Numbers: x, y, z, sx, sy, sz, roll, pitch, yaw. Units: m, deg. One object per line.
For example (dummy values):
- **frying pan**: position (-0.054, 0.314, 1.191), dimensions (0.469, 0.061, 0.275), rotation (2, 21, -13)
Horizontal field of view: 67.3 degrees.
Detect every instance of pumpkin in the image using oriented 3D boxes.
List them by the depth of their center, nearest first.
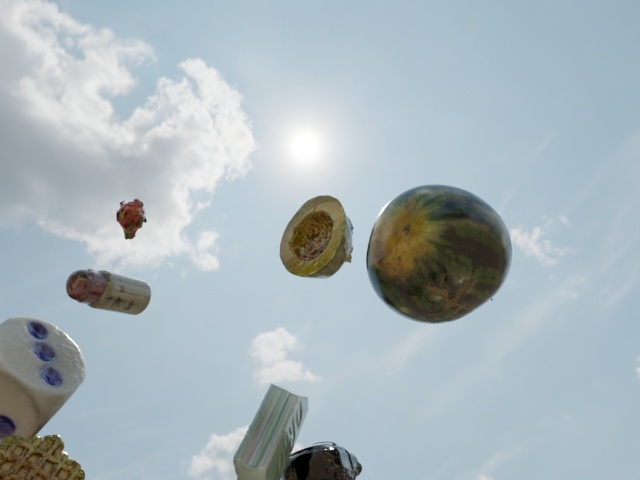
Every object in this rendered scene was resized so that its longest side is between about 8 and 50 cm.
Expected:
- **pumpkin**: position (0.007, 0.006, 1.203), dimensions (0.217, 0.217, 0.110), rotation (-37, -50, 21)

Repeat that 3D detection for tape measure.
- **tape measure**: position (-0.008, 0.681, 1.406), dimensions (0.223, 0.135, 0.202), rotation (-22, -35, 12)

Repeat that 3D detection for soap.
- **soap**: position (-0.122, 0.516, 1.284), dimensions (0.095, 0.289, 0.172), rotation (11, -53, 16)

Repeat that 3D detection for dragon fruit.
- **dragon fruit**: position (-0.544, -0.060, 1.386), dimensions (0.081, 0.086, 0.116), rotation (8, -66, -8)

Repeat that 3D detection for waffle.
- **waffle**: position (-0.607, 0.508, 0.976), dimensions (0.245, 0.254, 0.052), rotation (4, -51, -52)

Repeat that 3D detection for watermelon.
- **watermelon**: position (0.215, 0.025, 0.908), dimensions (0.269, 0.268, 0.268), rotation (-4, -50, -5)

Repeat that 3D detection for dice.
- **dice**: position (-0.787, 0.365, 1.226), dimensions (0.243, 0.259, 0.251), rotation (-44, -76, 4)

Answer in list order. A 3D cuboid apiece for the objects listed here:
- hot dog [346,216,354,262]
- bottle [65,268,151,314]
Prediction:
- **hot dog**: position (0.045, -0.034, 1.419), dimensions (0.093, 0.261, 0.123), rotation (-11, -32, -24)
- **bottle**: position (-0.597, 0.142, 1.351), dimensions (0.110, 0.109, 0.233), rotation (-30, -26, 16)
